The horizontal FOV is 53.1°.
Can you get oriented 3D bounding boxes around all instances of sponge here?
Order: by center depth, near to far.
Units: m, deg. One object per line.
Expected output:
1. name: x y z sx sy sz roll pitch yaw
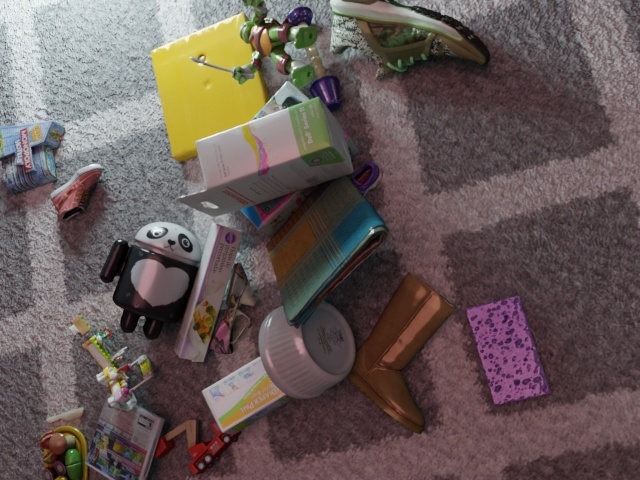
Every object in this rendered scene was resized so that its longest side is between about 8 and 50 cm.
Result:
1. sponge: 0.392 0.231 1.348 0.117 0.031 0.210 -17 74 13

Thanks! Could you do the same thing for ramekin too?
1. ramekin: -0.020 0.222 1.358 0.109 0.207 0.207 -31 70 36

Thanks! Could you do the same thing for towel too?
1. towel: 0.000 0.000 1.377 0.040 0.370 0.271 39 101 -25

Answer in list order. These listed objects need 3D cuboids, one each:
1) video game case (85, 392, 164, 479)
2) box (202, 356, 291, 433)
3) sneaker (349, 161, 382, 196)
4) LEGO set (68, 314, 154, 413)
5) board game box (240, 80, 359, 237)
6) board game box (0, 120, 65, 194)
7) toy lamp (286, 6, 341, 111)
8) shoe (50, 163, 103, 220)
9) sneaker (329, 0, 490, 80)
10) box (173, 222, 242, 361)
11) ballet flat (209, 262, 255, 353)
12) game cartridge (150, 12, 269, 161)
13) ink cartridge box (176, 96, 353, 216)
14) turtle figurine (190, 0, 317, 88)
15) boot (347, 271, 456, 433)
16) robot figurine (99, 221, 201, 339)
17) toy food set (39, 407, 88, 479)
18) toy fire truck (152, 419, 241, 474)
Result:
1. video game case: -0.473 0.486 1.546 0.201 0.023 0.183 13 83 34
2. box: -0.141 0.334 1.429 0.203 0.114 0.103 -30 71 -5
3. sneaker: 0.073 -0.116 1.494 0.068 0.071 0.170 34 91 20
4. LEGO set: -0.500 0.286 1.573 0.107 0.132 0.287 -37 61 -4
5. board game box: -0.095 -0.194 1.549 0.303 0.097 0.224 -46 70 5
6. board game box: -0.809 -0.252 1.801 0.194 0.060 0.194 -18 75 14
7. toy lamp: -0.014 -0.443 1.584 0.080 0.080 0.274 -23 71 12
8. shoe: -0.645 -0.127 1.727 0.178 0.063 0.081 -33 73 14
9. sneaker: 0.196 -0.460 1.516 0.410 0.158 0.182 25 118 18
10. box: -0.265 0.122 1.510 0.067 0.063 0.324 14 87 62
11. ballet flat: -0.201 0.166 1.530 0.079 0.077 0.221 18 90 1
12. game cartridge: -0.285 -0.398 1.676 0.285 0.053 0.323 -17 77 13
13. ink cartridge box: -0.127 -0.170 1.393 0.353 0.207 0.119 -17 77 12
14. turtle figurine: -0.152 -0.460 1.501 0.266 0.275 0.198 30 96 36
15. boot: 0.198 0.239 1.376 0.236 0.089 0.269 38 91 22
16. robot figurine: -0.393 0.093 1.542 0.173 0.209 0.278 17 85 32
17. toy food set: -0.652 0.535 1.592 0.128 0.071 0.218 -12 76 15
18. toy fire truck: -0.293 0.470 1.506 0.192 0.047 0.135 -47 69 3
